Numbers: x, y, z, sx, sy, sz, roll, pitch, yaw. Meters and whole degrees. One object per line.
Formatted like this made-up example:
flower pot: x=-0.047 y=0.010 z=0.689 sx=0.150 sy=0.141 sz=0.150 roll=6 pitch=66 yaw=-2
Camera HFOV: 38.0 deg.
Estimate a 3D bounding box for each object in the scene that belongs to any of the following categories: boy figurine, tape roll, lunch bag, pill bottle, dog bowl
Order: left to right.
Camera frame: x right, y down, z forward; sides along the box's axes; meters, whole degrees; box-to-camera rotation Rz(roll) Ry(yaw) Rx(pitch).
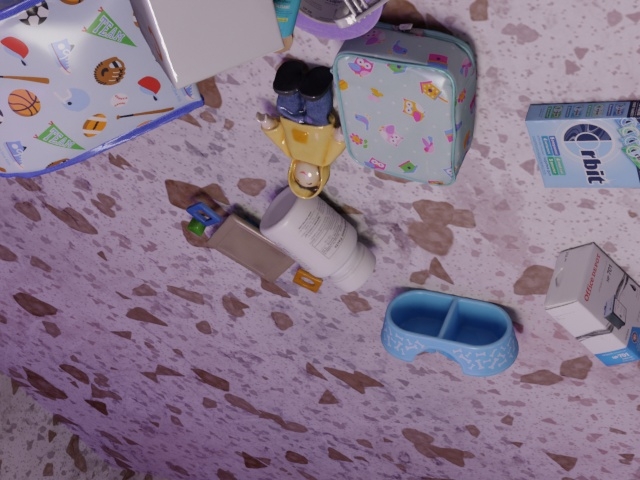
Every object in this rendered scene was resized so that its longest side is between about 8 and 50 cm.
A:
lunch bag: x=-0.439 y=-0.305 z=1.513 sx=0.385 sy=0.239 sz=0.328 roll=-28 pitch=137 yaw=-4
boy figurine: x=-0.032 y=-0.191 z=1.676 sx=0.177 sy=0.092 sz=0.285 roll=14 pitch=143 yaw=11
pill bottle: x=0.000 y=0.000 z=1.888 sx=0.229 sy=0.131 sz=0.131 roll=40 pitch=144 yaw=-23
tape roll: x=0.015 y=-0.393 z=1.365 sx=0.188 sy=0.080 sz=0.189 roll=17 pitch=147 yaw=11
lunch bag: x=0.132 y=-0.224 z=1.503 sx=0.224 sy=0.108 sz=0.279 roll=17 pitch=145 yaw=21
dog bowl: x=0.270 y=0.187 z=1.963 sx=0.297 sy=0.166 sz=0.074 roll=11 pitch=133 yaw=21

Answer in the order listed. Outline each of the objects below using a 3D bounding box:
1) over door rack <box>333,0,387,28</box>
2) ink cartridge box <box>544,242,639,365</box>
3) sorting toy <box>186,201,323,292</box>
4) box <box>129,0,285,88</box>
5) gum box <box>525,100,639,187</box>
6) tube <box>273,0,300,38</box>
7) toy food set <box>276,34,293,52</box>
over door rack: x=0.103 y=-0.446 z=1.175 sx=0.324 sy=0.108 sz=0.239 roll=-25 pitch=126 yaw=20
ink cartridge box: x=0.514 y=0.119 z=1.715 sx=0.190 sy=0.140 sz=0.082 roll=40 pitch=146 yaw=-23
sorting toy: x=-0.146 y=0.011 z=2.082 sx=0.347 sy=0.047 sz=0.196 roll=32 pitch=151 yaw=-11
box: x=-0.194 y=-0.417 z=1.237 sx=0.215 sy=0.168 sz=0.345 roll=-124 pitch=15 yaw=-49
gum box: x=0.434 y=-0.149 z=1.476 sx=0.184 sy=0.041 sz=0.157 roll=2 pitch=141 yaw=30
tube: x=-0.049 y=-0.381 z=1.311 sx=0.080 sy=0.052 sz=0.207 roll=11 pitch=140 yaw=-3
toy food set: x=-0.084 y=-0.346 z=1.551 sx=0.083 sy=0.020 sz=0.082 roll=36 pitch=146 yaw=-19
